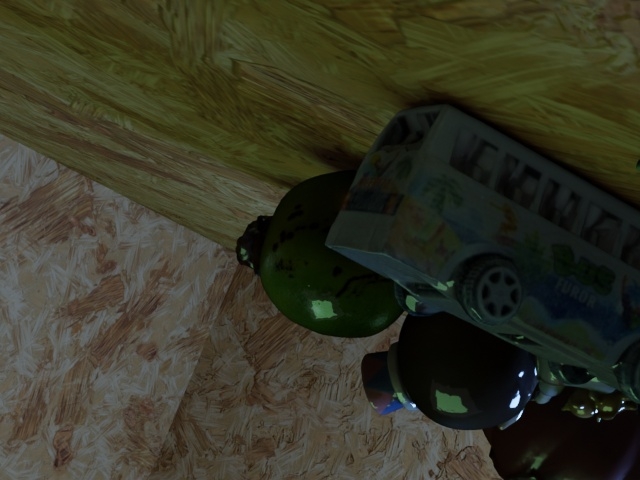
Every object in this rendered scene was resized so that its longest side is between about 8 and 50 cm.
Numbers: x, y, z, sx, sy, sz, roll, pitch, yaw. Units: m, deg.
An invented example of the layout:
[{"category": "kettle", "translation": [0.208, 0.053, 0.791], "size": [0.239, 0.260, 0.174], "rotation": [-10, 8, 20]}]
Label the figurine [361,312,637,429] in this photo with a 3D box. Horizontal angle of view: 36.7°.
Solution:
[{"category": "figurine", "translation": [0.176, 0.107, 0.965], "size": [0.275, 0.161, 0.158], "rotation": [-9, -157, 1]}]

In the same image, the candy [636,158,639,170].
[{"category": "candy", "translation": [0.256, -0.018, 0.525], "size": [0.061, 0.061, 0.202], "rotation": [27, 180, -41]}]

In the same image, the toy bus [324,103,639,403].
[{"category": "toy bus", "translation": [0.173, 0.024, 0.724], "size": [0.329, 0.136, 0.109], "rotation": [25, 171, -23]}]

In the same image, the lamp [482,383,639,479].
[{"category": "lamp", "translation": [0.328, 0.204, 1.141], "size": [0.303, 0.257, 0.303], "rotation": [25, -150, -15]}]

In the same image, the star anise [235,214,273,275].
[{"category": "star anise", "translation": [0.000, 0.000, 1.283], "size": [0.220, 0.126, 0.190], "rotation": [-6, -172, -26]}]

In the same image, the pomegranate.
[{"category": "pomegranate", "translation": [0.030, -0.002, 0.978], "size": [0.179, 0.180, 0.210], "rotation": [22, 138, 0]}]
